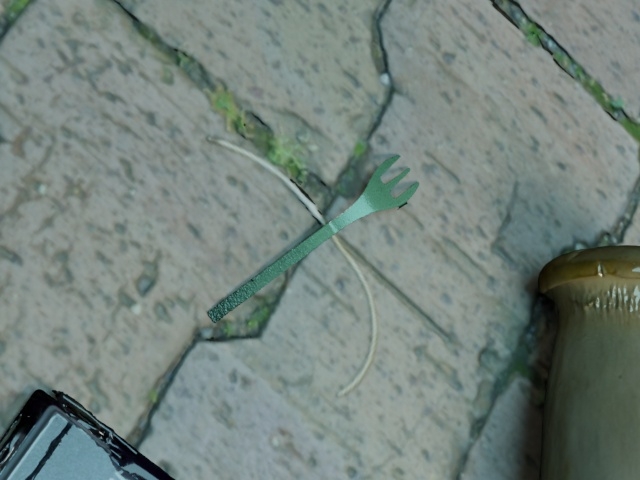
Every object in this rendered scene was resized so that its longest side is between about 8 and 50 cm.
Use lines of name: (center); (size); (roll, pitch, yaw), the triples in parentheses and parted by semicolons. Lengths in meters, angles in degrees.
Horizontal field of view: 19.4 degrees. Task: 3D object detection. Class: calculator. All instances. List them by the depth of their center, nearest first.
calculator: (-0.134, 0.243, 1.321); (0.274, 0.028, 0.165); (40, 62, -12)

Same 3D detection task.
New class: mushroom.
mushroom: (0.239, 0.195, 1.481); (0.137, 0.154, 0.407); (-5, 70, 12)

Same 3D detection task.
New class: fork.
fork: (0.001, -0.001, 1.476); (0.235, 0.021, 0.039); (-38, 92, -33)
